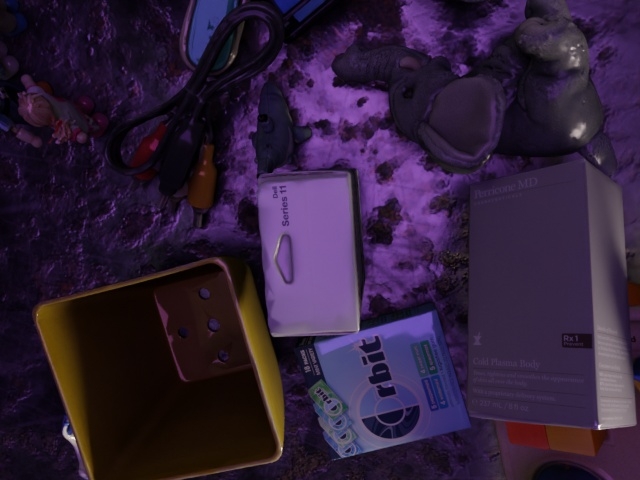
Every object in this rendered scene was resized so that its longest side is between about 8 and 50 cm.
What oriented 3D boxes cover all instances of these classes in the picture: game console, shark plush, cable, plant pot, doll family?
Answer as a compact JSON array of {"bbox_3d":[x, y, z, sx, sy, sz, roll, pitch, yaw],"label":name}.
[{"bbox_3d":[-0.018,-0.296,0.587,0.122,0.107,0.071,-36,121,11],"label":"game console"},{"bbox_3d":[-0.065,-0.116,0.585,0.073,0.161,0.067,2,132,17],"label":"shark plush"},{"bbox_3d":[-0.149,-0.152,0.602,0.139,0.072,0.287,28,111,-8],"label":"cable"},{"bbox_3d":[-0.153,0.128,0.607,0.212,0.187,0.213,-14,96,9],"label":"plant pot"},{"bbox_3d":[-0.383,-0.186,0.598,0.118,0.163,0.263,-38,93,11],"label":"doll family"}]

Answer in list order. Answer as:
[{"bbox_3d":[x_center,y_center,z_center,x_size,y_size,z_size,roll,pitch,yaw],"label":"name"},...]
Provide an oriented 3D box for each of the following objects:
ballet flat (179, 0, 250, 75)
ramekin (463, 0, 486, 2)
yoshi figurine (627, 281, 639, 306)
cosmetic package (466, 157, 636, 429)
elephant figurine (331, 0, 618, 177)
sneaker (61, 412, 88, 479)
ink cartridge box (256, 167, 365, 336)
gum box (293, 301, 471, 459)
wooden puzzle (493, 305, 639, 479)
[{"bbox_3d":[-0.103,-0.310,0.583,0.086,0.086,0.249,26,109,2],"label":"ballet flat"},{"bbox_3d":[0.146,-0.372,0.465,0.127,0.273,0.273,-30,94,-1],"label":"ramekin"},{"bbox_3d":[0.478,-0.031,0.543,0.203,0.203,0.362,49,120,36],"label":"yoshi figurine"},{"bbox_3d":[0.222,0.053,0.512,0.127,0.107,0.238,-13,71,46],"label":"cosmetic package"},{"bbox_3d":[0.155,-0.143,0.564,0.239,0.186,0.169,-21,139,20],"label":"elephant figurine"},{"bbox_3d":[-0.299,0.212,0.691,0.080,0.081,0.211,-12,96,10],"label":"sneaker"},{"bbox_3d":[0.000,0.000,0.558,0.086,0.208,0.153,-3,99,7],"label":"ink cartridge box"},{"bbox_3d":[0.078,0.179,0.661,0.184,0.041,0.157,-17,96,8],"label":"gum box"},{"bbox_3d":[0.330,0.235,0.542,0.322,0.080,0.348,-9,101,42],"label":"wooden puzzle"}]
